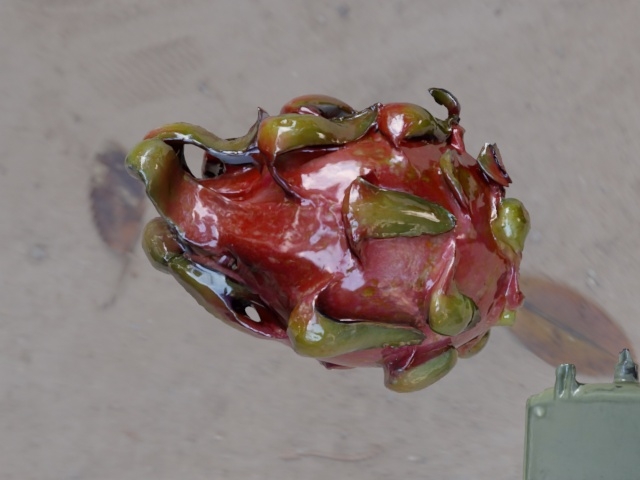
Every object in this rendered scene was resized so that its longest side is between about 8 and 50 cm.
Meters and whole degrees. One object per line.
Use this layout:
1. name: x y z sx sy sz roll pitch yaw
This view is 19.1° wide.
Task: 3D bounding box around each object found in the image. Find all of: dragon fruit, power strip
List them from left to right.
1. dragon fruit: 0.012 -0.008 1.511 0.307 0.227 0.243 41 50 14
2. power strip: 0.110 0.124 0.705 0.076 0.028 0.169 -1 77 29
